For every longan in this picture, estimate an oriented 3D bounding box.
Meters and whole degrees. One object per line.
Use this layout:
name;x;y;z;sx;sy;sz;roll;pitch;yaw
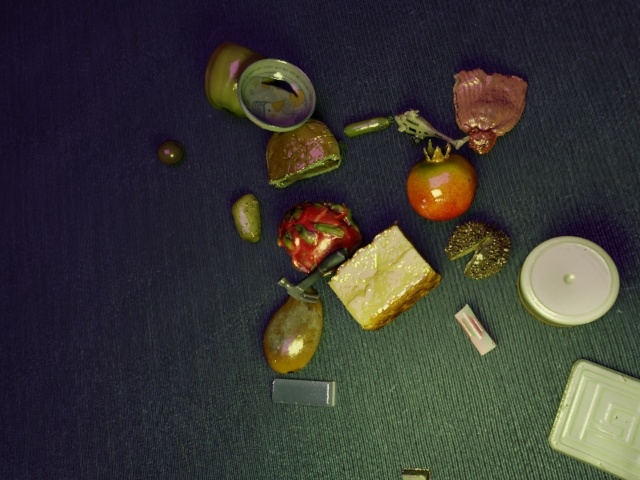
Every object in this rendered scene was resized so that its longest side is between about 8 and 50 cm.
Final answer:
longan;-0.605;-0.358;2.005;0.113;0.092;0.114;-8;53;11

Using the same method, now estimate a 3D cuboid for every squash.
squash;0.169;-0.406;1.762;0.183;0.052;0.052;-9;77;14

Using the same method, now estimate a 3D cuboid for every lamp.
lamp;0.801;0.496;1.369;0.266;0.047;0.269;19;87;20

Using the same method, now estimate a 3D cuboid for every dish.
dish;-0.162;-0.486;1.746;0.273;0.134;0.274;5;72;-16

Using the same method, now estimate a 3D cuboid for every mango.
mango;-0.084;0.294;1.677;0.192;0.146;0.317;10;66;22

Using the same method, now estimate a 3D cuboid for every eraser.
eraser;-0.054;0.511;1.675;0.224;0.036;0.082;-2;80;19

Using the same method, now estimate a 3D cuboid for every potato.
potato;-0.269;-0.082;1.840;0.105;0.085;0.188;-13;78;-6

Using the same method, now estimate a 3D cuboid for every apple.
apple;-0.300;-0.601;1.861;0.278;0.279;0.280;-4;79;19

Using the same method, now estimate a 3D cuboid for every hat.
hat;0.532;-0.409;1.600;0.236;0.107;0.287;9;75;12

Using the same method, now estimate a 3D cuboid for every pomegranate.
pomegranate;0.375;-0.186;1.541;0.220;0.221;0.257;-7;122;18

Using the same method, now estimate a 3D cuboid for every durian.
durian;0.488;0.018;1.526;0.195;0.167;0.196;1;81;-6

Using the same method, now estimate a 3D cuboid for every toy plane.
toy plane;0.357;-0.364;1.636;0.092;0.108;0.286;-43;58;-14

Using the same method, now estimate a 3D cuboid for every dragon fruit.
dragon fruit;0.003;-0.008;1.654;0.302;0.237;0.231;14;129;7

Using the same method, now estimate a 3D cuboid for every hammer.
hammer;-0.006;0.108;1.564;0.137;0.037;0.289;39;131;-13

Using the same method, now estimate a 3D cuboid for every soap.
soap;0.467;0.268;1.501;0.056;0.100;0.149;-35;71;10

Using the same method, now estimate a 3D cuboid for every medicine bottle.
medicine bottle;0.677;0.119;1.383;0.237;0.232;0.238;-4;78;19

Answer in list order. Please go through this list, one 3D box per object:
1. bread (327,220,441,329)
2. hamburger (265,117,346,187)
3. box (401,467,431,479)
bread;0.205;0.121;1.532;0.279;0.279;0.207;-39;72;7
hamburger;-0.070;-0.328;1.788;0.308;0.132;0.211;-19;76;17
box;0.289;0.727;1.500;0.084;0.063;0.060;-5;77;18
